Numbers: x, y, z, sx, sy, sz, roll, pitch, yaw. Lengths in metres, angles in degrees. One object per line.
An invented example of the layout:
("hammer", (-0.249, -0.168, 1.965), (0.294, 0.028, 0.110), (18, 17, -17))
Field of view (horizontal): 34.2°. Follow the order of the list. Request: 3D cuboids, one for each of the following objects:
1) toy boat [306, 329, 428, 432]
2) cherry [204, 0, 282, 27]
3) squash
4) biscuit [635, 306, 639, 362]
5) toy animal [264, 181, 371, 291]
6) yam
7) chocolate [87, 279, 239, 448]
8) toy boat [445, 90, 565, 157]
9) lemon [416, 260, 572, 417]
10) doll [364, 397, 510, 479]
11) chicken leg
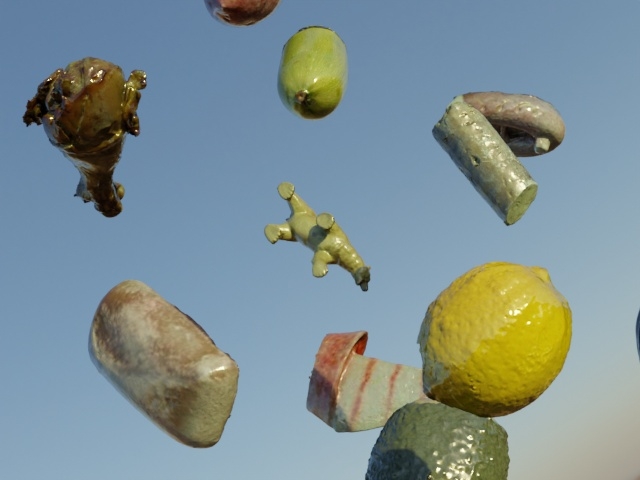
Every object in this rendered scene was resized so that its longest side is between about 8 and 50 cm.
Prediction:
("toy boat", (0.120, 0.272, 1.928), (0.282, 0.206, 0.096), (8, -30, 16))
("cherry", (-0.167, -0.532, 2.181), (0.192, 0.175, 0.250), (-35, 16, 29))
("squash", (-0.012, -0.288, 1.870), (0.132, 0.132, 0.247), (-39, 21, 21))
("biscuit", (0.677, 0.168, 1.580), (0.091, 0.407, 0.407), (-20, -21, -50))
("toy animal", (0.000, 0.000, 1.757), (0.103, 0.218, 0.101), (-56, -35, 2))
("yam", (0.228, -0.109, 1.434), (0.078, 0.179, 0.078), (-29, -23, -14))
("chocolate", (-0.261, 0.196, 1.626), (0.100, 0.303, 0.185), (-12, -51, -51))
("toy boat", (0.351, -0.208, 1.987), (0.227, 0.085, 0.155), (6, -31, 12))
("lemon", (0.211, 0.119, 1.267), (0.180, 0.180, 0.193), (50, -124, -71))
("doll", (0.185, 0.423, 1.640), (0.247, 0.247, 0.349), (-51, 17, 43))
("chicken leg", (-0.448, -0.190, 1.941), (0.361, 0.211, 0.140), (115, 177, -45))
